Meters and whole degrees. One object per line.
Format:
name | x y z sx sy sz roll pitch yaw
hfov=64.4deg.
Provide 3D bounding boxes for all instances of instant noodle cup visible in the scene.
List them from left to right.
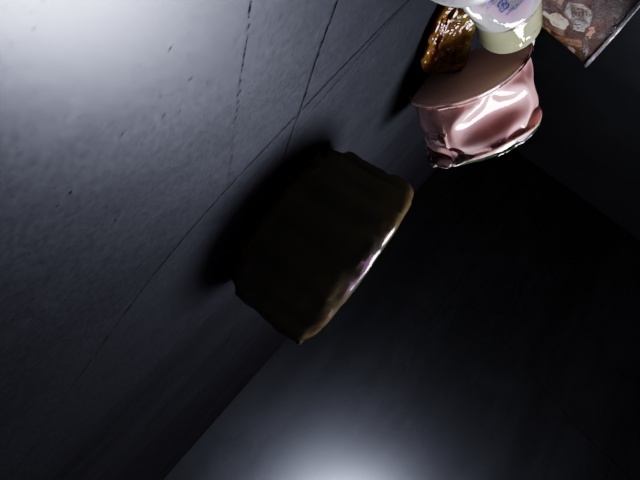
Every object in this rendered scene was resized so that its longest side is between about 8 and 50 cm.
instant noodle cup | 0.600 -0.544 1.155 0.217 0.207 0.217 -49 171 -11

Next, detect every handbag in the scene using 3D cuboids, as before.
handbag | 0.224 -0.195 0.733 0.179 0.116 0.205 -6 -145 38

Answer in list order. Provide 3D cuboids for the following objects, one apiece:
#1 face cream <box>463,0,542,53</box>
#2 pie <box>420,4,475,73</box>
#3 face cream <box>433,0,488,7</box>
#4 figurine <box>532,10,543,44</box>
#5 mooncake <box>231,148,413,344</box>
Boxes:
face cream | 0.168 -0.267 0.473 0.114 0.070 0.224 -50 153 6
pie | 0.158 -0.258 0.606 0.088 0.033 0.191 -37 161 -14
face cream | 0.099 -0.229 0.233 0.082 0.082 0.269 -49 171 -11
figurine | 0.402 -0.401 1.086 0.137 0.112 0.228 -55 163 -39
mooncake | 0.000 0.000 0.591 0.228 0.124 0.228 -54 176 -6
